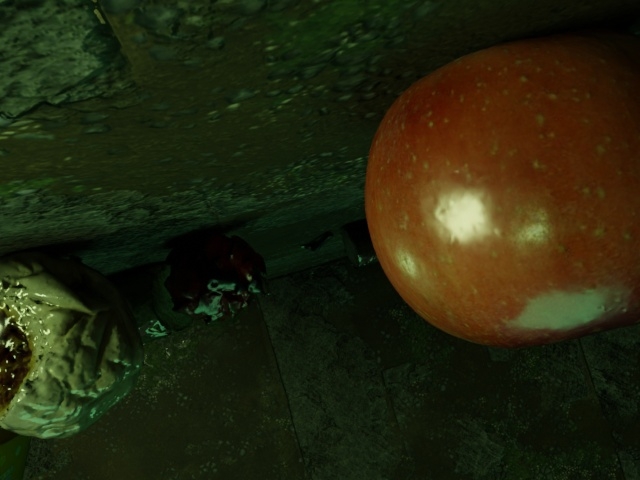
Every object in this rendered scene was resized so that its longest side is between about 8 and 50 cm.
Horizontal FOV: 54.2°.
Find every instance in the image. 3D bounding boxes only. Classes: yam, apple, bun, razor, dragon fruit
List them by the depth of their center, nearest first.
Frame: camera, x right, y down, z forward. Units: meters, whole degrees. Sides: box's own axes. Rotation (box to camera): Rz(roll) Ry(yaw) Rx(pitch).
[{"bbox_3d":[0.219,-0.047,0.631,0.348,0.277,0.348,-17,178,-1],"label":"apple"},{"bbox_3d":[-0.369,0.124,0.850,0.205,0.281,0.281,-50,176,-3],"label":"bun"},{"bbox_3d":[-0.196,0.069,1.140,0.188,0.182,0.182,-38,170,13],"label":"dragon fruit"},{"bbox_3d":[-0.431,0.156,1.365,0.304,0.168,0.168,-16,175,5],"label":"yam"},{"bbox_3d":[0.193,-0.012,1.745,0.279,0.131,0.131,-17,175,-21],"label":"yam"},{"bbox_3d":[0.002,0.006,1.793,0.066,0.033,0.190,-15,174,-20],"label":"razor"}]

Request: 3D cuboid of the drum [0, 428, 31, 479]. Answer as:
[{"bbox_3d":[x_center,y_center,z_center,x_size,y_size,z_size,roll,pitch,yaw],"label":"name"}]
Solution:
[{"bbox_3d":[-0.625,0.285,0.865,0.430,0.214,0.431,13,-176,-1],"label":"drum"}]
